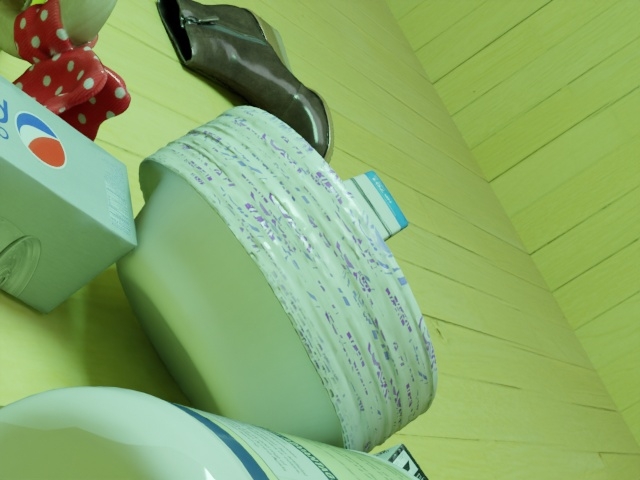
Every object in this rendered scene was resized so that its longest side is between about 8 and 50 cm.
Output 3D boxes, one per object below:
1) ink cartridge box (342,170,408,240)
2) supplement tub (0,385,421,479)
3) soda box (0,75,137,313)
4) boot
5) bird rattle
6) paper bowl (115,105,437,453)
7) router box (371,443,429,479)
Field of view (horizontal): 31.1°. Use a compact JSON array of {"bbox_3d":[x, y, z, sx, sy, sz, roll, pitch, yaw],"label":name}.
[{"bbox_3d":[0.000,0.000,1.226,0.082,0.139,0.190,58,18,3],"label":"ink cartridge box"},{"bbox_3d":[-0.043,0.215,0.599,0.325,0.235,0.235,28,33,-54],"label":"supplement tub"},{"bbox_3d":[-0.255,-0.065,0.760,0.286,0.098,0.091,39,24,-43],"label":"soda box"},{"bbox_3d":[-0.098,-0.199,1.457,0.207,0.090,0.248,7,52,-51],"label":"boot"},{"bbox_3d":[-0.225,-0.200,0.901,0.143,0.207,0.253,13,25,-43],"label":"bird rattle"},{"bbox_3d":[-0.051,0.051,0.888,0.284,0.148,0.284,50,-18,22],"label":"paper bowl"},{"bbox_3d":[0.027,0.235,0.839,0.133,0.179,0.046,56,42,-4],"label":"router box"}]
